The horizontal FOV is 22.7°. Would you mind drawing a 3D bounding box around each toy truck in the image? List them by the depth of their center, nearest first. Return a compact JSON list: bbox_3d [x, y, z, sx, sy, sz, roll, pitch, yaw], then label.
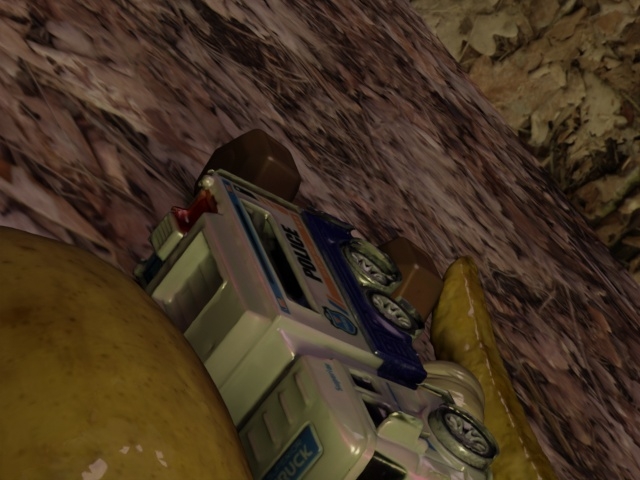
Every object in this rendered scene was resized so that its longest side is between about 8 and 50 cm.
[{"bbox_3d":[-0.013,0.084,0.989,0.155,0.124,0.268,26,22,-33],"label":"toy truck"}]

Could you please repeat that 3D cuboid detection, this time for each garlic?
[{"bbox_3d":[0.089,0.132,1.217,0.094,0.074,0.113,51,29,-17],"label":"garlic"}]

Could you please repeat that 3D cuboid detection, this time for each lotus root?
[{"bbox_3d":[-0.097,0.133,0.540,0.183,0.183,0.310,28,27,-46],"label":"lotus root"}]

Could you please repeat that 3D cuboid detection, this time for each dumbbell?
[{"bbox_3d":[0.000,0.000,1.306,0.231,0.082,0.092,36,17,-30],"label":"dumbbell"}]

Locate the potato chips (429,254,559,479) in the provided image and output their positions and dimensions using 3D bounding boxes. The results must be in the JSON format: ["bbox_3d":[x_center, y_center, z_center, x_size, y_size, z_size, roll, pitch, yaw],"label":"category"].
[{"bbox_3d":[0.173,0.185,1.282,0.407,0.080,0.057,63,7,30],"label":"potato chips"}]
